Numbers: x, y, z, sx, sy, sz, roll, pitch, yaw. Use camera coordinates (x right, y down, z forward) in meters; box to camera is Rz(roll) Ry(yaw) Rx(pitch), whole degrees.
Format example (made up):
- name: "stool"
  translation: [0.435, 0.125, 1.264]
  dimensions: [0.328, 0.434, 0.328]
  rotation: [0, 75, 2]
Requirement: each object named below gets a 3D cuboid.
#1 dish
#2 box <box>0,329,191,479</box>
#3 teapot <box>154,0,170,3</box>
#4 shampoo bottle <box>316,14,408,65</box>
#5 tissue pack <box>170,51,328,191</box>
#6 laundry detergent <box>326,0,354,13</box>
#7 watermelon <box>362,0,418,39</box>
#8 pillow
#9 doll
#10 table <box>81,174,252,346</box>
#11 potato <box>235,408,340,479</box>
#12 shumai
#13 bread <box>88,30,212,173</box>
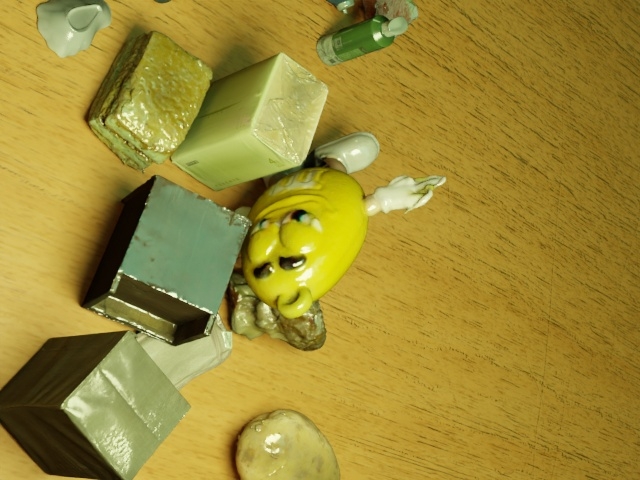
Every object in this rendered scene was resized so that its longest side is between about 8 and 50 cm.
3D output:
- name: "dish"
  translation: [-0.374, -0.347, 1.682]
  dimensions: [0.137, 0.039, 0.091]
  rotation: [-37, 108, -37]
- name: "box"
  translation: [-0.326, 0.230, 1.509]
  dimensions: [0.149, 0.231, 0.155]
  rotation: [55, 52, -21]
- name: "teapot"
  translation: [-0.261, -0.438, 1.800]
  dimensions: [0.049, 0.063, 0.083]
  rotation: [74, 35, -50]
- name: "shampoo bottle"
  translation: [0.079, -0.372, 1.979]
  dimensions: [0.065, 0.204, 0.065]
  rotation: [7, 80, -40]
- name: "tissue pack"
  translation: [-0.120, -0.188, 1.755]
  dimensions: [0.125, 0.234, 0.159]
  rotation: [36, 61, -31]
- name: "laundry detergent"
  translation: [0.020, -0.532, 2.049]
  dimensions: [0.096, 0.061, 0.206]
  rotation: [-31, 104, -44]
- name: "watermelon"
  translation: [0.115, -0.442, 2.113]
  dimensions: [0.187, 0.071, 0.139]
  rotation: [30, 74, -55]
- name: "pillow"
  translation: [-0.237, 0.181, 1.725]
  dimensions: [0.232, 0.038, 0.131]
  rotation: [-36, 108, -39]
- name: "doll"
  translation: [-0.001, -0.052, 1.743]
  dimensions: [0.348, 0.423, 0.161]
  rotation: [-32, 121, -10]
- name: "table"
  translation: [-0.239, 0.037, 1.645]
  dimensions: [0.169, 0.172, 0.193]
  rotation: [26, 68, -21]
- name: "potato"
  translation: [-0.055, 0.364, 1.813]
  dimensions: [0.234, 0.128, 0.161]
  rotation: [18, 88, -43]
- name: "shumai"
  translation: [-0.078, 0.117, 1.814]
  dimensions: [0.152, 0.209, 0.162]
  rotation: [-9, 106, -10]
- name: "bread"
  translation: [-0.271, -0.224, 1.716]
  dimensions: [0.138, 0.102, 0.196]
  rotation: [38, 62, -29]
